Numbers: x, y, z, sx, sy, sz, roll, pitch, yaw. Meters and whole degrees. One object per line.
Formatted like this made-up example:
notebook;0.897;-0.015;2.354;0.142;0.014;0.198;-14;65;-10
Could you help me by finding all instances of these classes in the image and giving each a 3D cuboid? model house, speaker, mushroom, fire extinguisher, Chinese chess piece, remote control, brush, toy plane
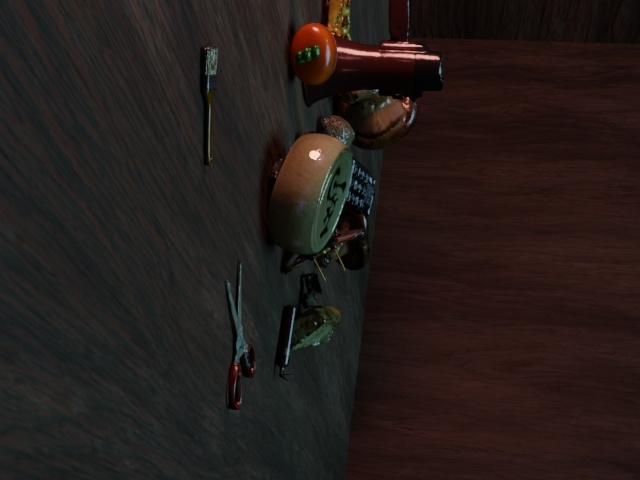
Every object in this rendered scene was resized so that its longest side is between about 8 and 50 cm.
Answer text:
model house;-0.027;0.128;1.965;0.058;0.057;0.083;177;-103;-74
speaker;0.125;-0.456;1.829;0.198;0.329;0.259;42;47;-78
mushroom;0.048;0.030;2.220;0.217;0.148;0.227;-50;137;-43
fire extinguisher;-0.080;0.234;1.740;0.049;0.035;0.173;-28;-132;54
Chinese chess piece;-0.019;-0.094;1.566;0.250;0.101;0.250;19;90;-77
remote control;0.042;-0.162;1.919;0.399;0.062;0.145;26;74;-63
mushroom;0.166;-0.398;2.270;0.254;0.267;0.267;-85;175;-64
brush;-0.159;-0.191;1.103;0.043;0.014;0.170;-50;143;-72
toy plane;-0.006;-0.011;1.831;0.103;0.204;0.316;62;2;-20
fire extinguisher;-0.083;-0.140;1.545;0.083;0.025;0.038;-78;148;-46

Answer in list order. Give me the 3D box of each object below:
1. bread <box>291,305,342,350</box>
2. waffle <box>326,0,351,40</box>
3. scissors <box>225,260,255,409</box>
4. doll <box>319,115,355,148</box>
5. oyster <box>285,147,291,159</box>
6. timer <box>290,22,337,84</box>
bread;-0.021;0.210;1.895;0.128;0.088;0.232;-45;167;7
waffle;0.046;-0.531;2.054;0.280;0.060;0.262;89;8;-47
scissors;-0.143;0.164;1.354;0.144;0.017;0.248;-67;158;-64
doll;0.028;-0.186;2.032;0.202;0.091;0.286;-12;97;-46
oyster;-0.057;-0.139;1.673;0.100;0.037;0.098;67;29;-71
timer;-0.020;-0.393;1.626;0.136;0.099;0.136;-3;90;-69
